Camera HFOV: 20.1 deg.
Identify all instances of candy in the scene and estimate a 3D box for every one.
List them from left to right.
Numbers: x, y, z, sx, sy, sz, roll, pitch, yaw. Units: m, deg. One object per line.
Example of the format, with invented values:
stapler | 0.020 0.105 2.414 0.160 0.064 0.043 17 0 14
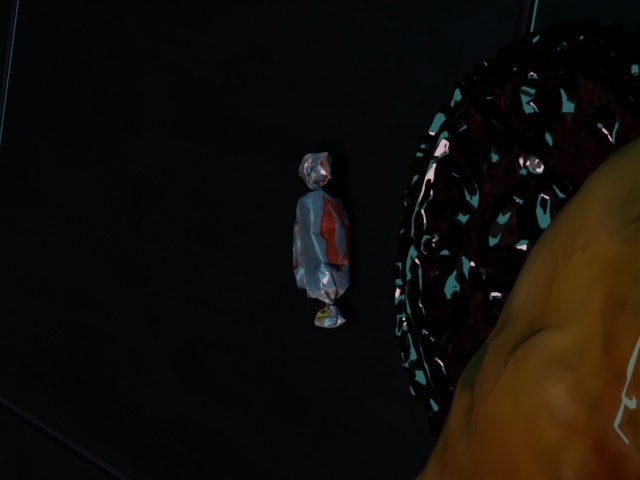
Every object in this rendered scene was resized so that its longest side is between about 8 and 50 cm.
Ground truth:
candy | -0.001 0.000 0.847 0.030 0.020 0.083 -12 79 54

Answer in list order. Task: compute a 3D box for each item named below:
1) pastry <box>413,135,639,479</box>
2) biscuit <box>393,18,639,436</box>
pastry | 0.196 0.129 0.346 0.409 0.245 0.409 6 98 46
biscuit | 0.096 0.013 0.679 0.194 0.053 0.194 -7 82 54
